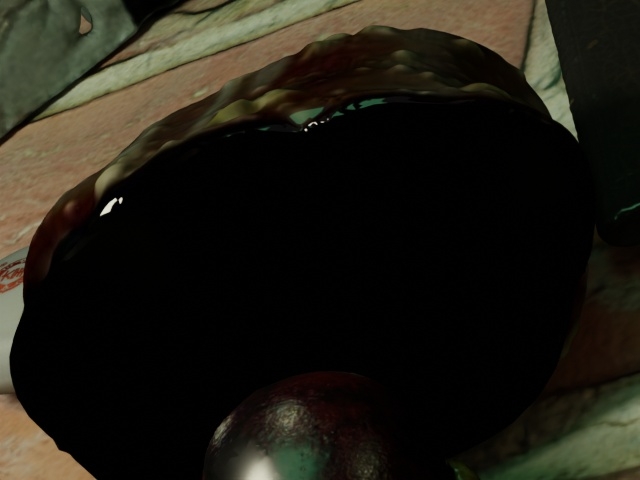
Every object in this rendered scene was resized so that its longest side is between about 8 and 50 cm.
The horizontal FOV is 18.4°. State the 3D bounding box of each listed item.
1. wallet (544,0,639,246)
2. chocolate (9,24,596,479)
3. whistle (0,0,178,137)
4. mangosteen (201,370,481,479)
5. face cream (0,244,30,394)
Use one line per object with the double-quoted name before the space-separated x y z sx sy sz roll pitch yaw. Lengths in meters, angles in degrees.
"wallet" 0.236 -0.115 1.236 0.170 0.044 0.321 -23 30 14
"chocolate" 0.000 0.000 1.133 0.340 0.225 0.210 -23 21 15
"whistle" -0.205 -0.251 1.692 0.188 0.168 0.405 -4 46 40
"mangosteen" 0.011 0.142 1.001 0.152 0.152 0.152 -23 33 16
"face cream" -0.185 0.047 1.356 0.291 0.071 0.144 -13 30 30
